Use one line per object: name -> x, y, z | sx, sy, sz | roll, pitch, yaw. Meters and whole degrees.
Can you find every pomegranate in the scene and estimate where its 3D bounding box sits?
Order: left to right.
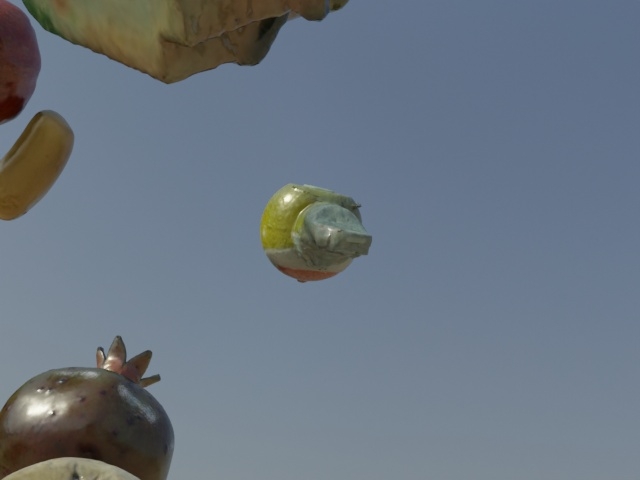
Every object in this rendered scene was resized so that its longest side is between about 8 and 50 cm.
pomegranate -> -0.381, 0.320, 1.399 | 0.291, 0.323, 0.290 | -3, -68, -7

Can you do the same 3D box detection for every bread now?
bread -> -0.522, -0.131, 1.563 | 0.098, 0.217, 0.147 | 38, -6, -17

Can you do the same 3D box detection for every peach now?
peach -> -0.611, -0.315, 1.504 | 0.233, 0.232, 0.256 | 7, 8, -2

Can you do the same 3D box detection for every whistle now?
whistle -> 0.000, 0.000, 0.959 | 0.123, 0.122, 0.223 | 17, 2, -18

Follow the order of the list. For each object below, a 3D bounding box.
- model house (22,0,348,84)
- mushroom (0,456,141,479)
model house -> -0.075, -0.311, 0.652 | 0.245, 0.280, 0.312 | 25, -48, 37
mushroom -> -0.243, 0.315, 0.767 | 0.254, 0.260, 0.234 | 29, -28, -11
